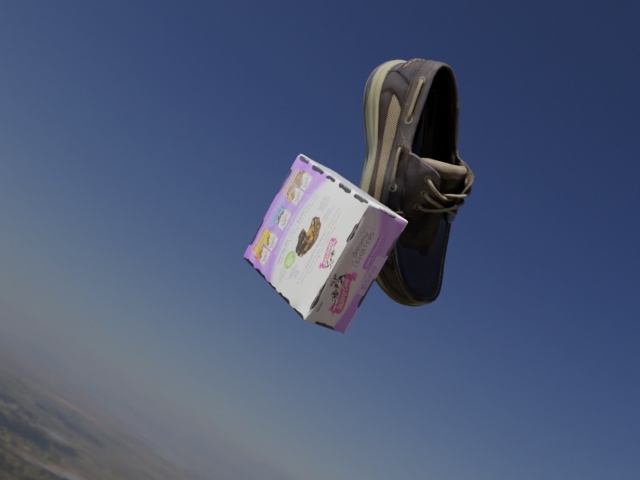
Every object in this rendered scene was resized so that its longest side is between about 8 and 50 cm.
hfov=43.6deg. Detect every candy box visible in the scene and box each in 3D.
[{"bbox_3d":[0.000,0.000,1.034,0.070,0.164,0.196,24,10,-35],"label":"candy box"}]

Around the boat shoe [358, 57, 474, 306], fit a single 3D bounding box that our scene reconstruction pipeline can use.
[{"bbox_3d":[0.135,-0.083,1.114,0.132,0.355,0.130,-5,1,-36],"label":"boat shoe"}]
